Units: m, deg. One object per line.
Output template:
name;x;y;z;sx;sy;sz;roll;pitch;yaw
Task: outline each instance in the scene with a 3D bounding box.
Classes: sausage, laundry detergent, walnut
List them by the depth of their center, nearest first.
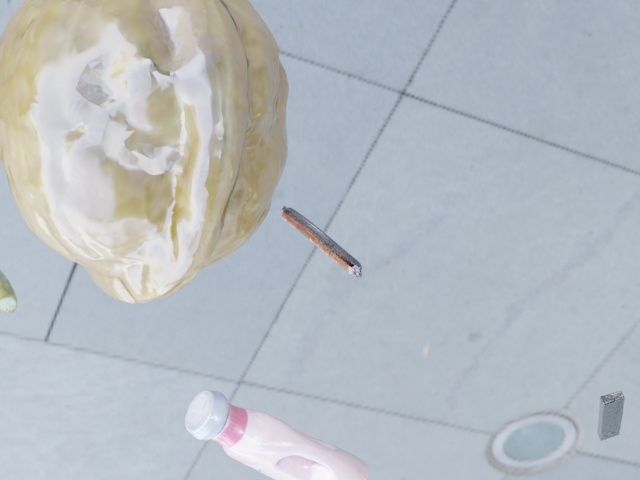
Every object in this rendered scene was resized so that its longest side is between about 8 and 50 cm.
walnut;-0.200;-0.137;1.183;0.384;0.383;0.383;-5;131;-6
sausage;0.000;0.000;1.509;0.025;0.198;0.028;-40;141;-14
laundry detergent;-0.075;0.347;1.663;0.335;0.088;0.159;33;145;-33

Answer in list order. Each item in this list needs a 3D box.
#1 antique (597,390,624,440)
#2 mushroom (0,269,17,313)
antique;0.404;0.246;1.386;0.031;0.015;0.192;-18;152;6
mushroom;-0.657;0.034;1.784;0.107;0.333;0.087;-42;146;-10
